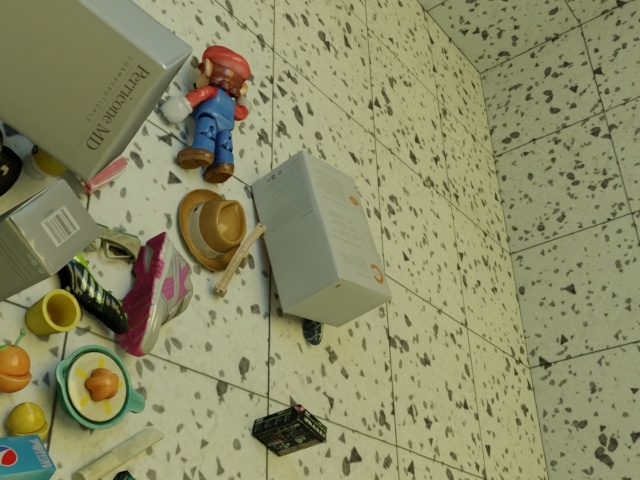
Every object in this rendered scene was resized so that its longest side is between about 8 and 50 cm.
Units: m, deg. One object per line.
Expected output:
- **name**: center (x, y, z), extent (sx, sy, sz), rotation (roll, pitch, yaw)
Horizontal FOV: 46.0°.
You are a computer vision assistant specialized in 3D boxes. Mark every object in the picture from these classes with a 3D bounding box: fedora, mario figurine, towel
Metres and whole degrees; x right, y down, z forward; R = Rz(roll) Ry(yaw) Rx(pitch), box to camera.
- **fedora**: center (-0.210, -0.032, 1.587), extent (0.194, 0.079, 0.194), rotation (36, 43, -42)
- **mario figurine**: center (-0.249, -0.288, 1.688), extent (0.198, 0.170, 0.320), rotation (86, 9, -67)
- **towel**: center (-0.440, -0.187, 1.365), extent (0.197, 0.029, 0.144), rotation (57, 22, -12)

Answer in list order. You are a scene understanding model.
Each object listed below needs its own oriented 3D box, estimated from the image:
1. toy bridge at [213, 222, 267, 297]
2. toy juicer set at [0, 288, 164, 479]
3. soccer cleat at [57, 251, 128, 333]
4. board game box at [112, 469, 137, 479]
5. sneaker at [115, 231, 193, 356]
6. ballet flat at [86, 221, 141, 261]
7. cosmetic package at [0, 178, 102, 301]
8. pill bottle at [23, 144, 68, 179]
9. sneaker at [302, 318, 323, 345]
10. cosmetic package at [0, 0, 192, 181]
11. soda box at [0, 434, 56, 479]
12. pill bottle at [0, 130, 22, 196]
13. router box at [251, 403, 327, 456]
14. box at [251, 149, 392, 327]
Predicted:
- **toy bridge**: center (-0.166, 0.036, 1.573), extent (0.026, 0.063, 0.188), rotation (29, 60, 5)
- **toy juicer set**: center (-0.367, 0.252, 1.160), extent (0.329, 0.090, 0.209), rotation (57, 33, -18)
- **soccer cleat**: center (-0.392, 0.092, 1.261), extent (0.178, 0.060, 0.072), rotation (55, 43, -8)
- **board game box**: center (-0.318, 0.467, 1.162), extent (0.126, 0.026, 0.186), rotation (57, 33, -16)
- **sneaker**: center (-0.286, 0.106, 1.363), extent (0.111, 0.103, 0.252), rotation (42, 40, -33)
- **ballet flat**: center (-0.383, 0.001, 1.329), extent (0.168, 0.057, 0.052), rotation (21, 64, -50)
- **cosmetic package**: center (-0.440, 0.018, 1.057), extent (0.107, 0.238, 0.127), rotation (60, 29, -18)
- **pill bottle**: center (-0.443, -0.144, 1.264), extent (0.065, 0.116, 0.065), rotation (35, 44, -42)
- **sneaker**: center (-0.008, 0.185, 1.788), extent (0.058, 0.052, 0.135), rotation (30, 48, -51)
- **cosmetic package**: center (-0.448, -0.325, 1.112), extent (0.453, 0.230, 0.161), rotation (37, 21, -10)
- **soda box**: center (-0.460, 0.308, 0.981), extent (0.210, 0.071, 0.067), rotation (13, 28, -53)
- **pill bottle**: center (-0.545, -0.154, 1.092), extent (0.219, 0.123, 0.122), rotation (52, 32, -48)
- **router box**: center (-0.062, 0.382, 1.512), extent (0.092, 0.123, 0.038), rotation (48, 32, -29)
- **box**: center (0.000, 0.000, 1.753), extent (0.215, 0.168, 0.345), rotation (24, 42, -49)
